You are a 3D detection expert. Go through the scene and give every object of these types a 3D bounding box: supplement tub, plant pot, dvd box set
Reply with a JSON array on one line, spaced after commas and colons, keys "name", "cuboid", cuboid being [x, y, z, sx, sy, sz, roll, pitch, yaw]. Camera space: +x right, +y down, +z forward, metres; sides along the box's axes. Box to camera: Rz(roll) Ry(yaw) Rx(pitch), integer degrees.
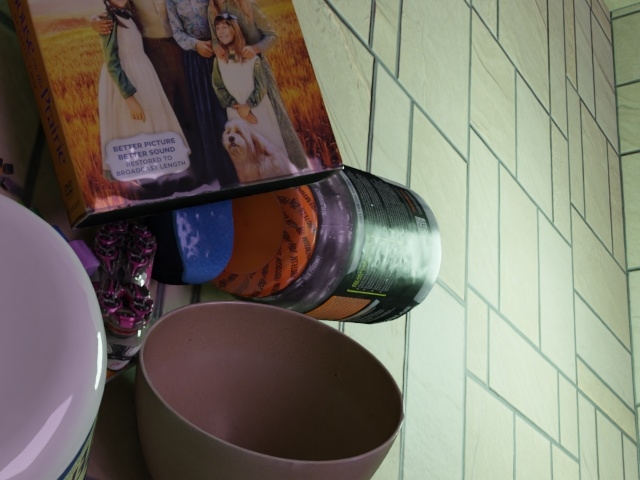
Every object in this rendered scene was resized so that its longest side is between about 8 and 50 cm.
[{"name": "supplement tub", "cuboid": [0.000, 0.000, 1.347, 0.338, 0.207, 0.207, 13, 68, -58]}, {"name": "plant pot", "cuboid": [-0.074, 0.219, 1.129, 0.284, 0.284, 0.191, -32, 144, -59]}, {"name": "supplement tub", "cuboid": [-0.269, 0.134, 0.681, 0.235, 0.325, 0.235, 8, 55, -12]}, {"name": "dvd box set", "cuboid": [-0.169, -0.241, 1.115, 0.308, 0.062, 0.420, -12, 81, -32]}]

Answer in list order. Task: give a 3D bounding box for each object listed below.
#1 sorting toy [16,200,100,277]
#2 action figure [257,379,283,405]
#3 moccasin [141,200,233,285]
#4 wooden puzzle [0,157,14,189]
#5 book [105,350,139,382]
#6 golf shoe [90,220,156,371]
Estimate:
[{"name": "sorting toy", "cuboid": [-0.344, 0.019, 0.897, 0.126, 0.127, 0.365, 51, 27, 11]}, {"name": "action figure", "cuboid": [-0.015, 0.242, 1.315, 0.280, 0.091, 0.139, 59, 36, -4]}, {"name": "moccasin", "cuboid": [-0.176, -0.119, 1.195, 0.138, 0.117, 0.342, 17, 69, -43]}, {"name": "wooden puzzle", "cuboid": [-0.330, -0.066, 1.013, 0.083, 0.006, 0.049, 34, 51, -50]}, {"name": "book", "cuboid": [-0.239, 0.100, 1.082, 0.144, 0.035, 0.096, -27, 100, -59]}, {"name": "golf shoe", "cuboid": [-0.210, 0.051, 1.080, 0.068, 0.086, 0.186, 12, 35, -15]}]
